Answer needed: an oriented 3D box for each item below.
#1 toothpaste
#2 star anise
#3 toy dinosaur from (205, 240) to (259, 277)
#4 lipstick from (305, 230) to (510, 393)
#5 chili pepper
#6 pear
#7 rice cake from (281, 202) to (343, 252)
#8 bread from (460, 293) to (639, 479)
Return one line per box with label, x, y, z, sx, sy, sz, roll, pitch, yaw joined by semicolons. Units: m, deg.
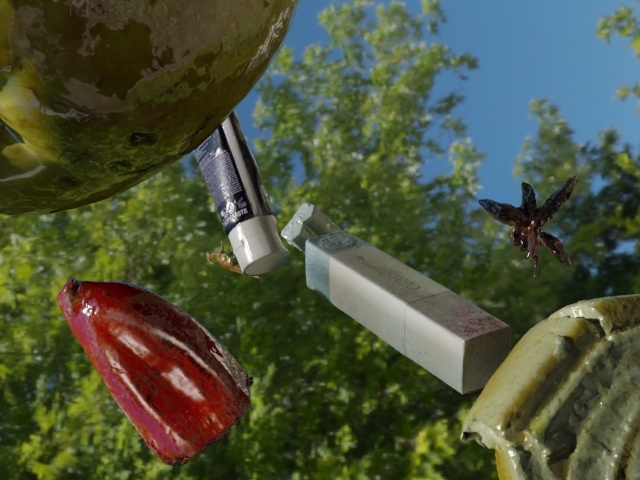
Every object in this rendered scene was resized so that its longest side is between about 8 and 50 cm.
toothpaste;-0.080;-0.066;0.832;0.045;0.071;0.193;-6;-114;-45
star anise;0.327;-0.021;1.424;0.144;0.158;0.140;-70;-25;-88
toy dinosaur;-0.137;0.030;1.523;0.041;0.113;0.026;-68;-26;-9
lipstick;0.088;0.072;1.083;0.066;0.317;0.068;-13;-65;-28
chili pepper;-0.196;0.133;1.099;0.253;0.144;0.136;51;-122;-15
pear;-0.166;-0.161;0.556;0.304;0.304;0.304;12;-105;-50
rice cake;0.000;0.000;1.718;0.085;0.040;0.226;-61;-28;-6
bread;0.256;0.154;0.879;0.186;0.124;0.257;33;-106;2
